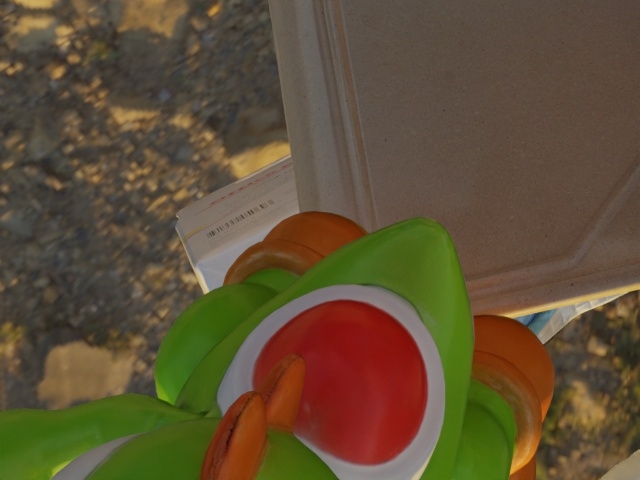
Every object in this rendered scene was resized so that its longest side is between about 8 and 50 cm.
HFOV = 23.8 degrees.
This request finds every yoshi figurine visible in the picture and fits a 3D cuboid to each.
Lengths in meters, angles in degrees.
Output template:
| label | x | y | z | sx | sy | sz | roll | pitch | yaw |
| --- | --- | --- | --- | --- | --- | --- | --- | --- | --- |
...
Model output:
| label | x | y | z | sx | sy | sz | roll | pitch | yaw |
| --- | --- | --- | --- | --- | --- | --- | --- | --- | --- |
| yoshi figurine | -0.029 | 0.127 | 0.517 | 0.203 | 0.362 | 0.203 | -18 | 99 | 20 |

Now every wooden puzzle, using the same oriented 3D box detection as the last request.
| label | x | y | z | sx | sy | sz | roll | pitch | yaw |
| --- | --- | --- | --- | --- | --- | --- | --- | --- | --- |
| wooden puzzle | 0.098 | -0.069 | 0.719 | 0.239 | 0.044 | 0.221 | -16 | 64 | 15 |

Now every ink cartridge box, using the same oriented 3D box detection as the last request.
| label | x | y | z | sx | sy | sz | roll | pitch | yaw |
| --- | --- | --- | --- | --- | --- | --- | --- | --- | --- |
| ink cartridge box | 0.000 | 0.000 | 1.237 | 0.207 | 0.353 | 0.119 | -27 | 100 | -4 |

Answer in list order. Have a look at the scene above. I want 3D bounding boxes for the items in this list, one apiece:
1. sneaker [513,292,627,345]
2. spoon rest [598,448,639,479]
| label | x | y | z | sx | sy | sz | roll | pitch | yaw |
| --- | --- | --- | --- | --- | --- | --- | --- | --- | --- |
| sneaker | 0.115 | 0.019 | 0.878 | 0.162 | 0.063 | 0.073 | -31 | 104 | -19 |
| spoon rest | 0.191 | 0.200 | 1.079 | 0.276 | 0.084 | 0.137 | -8 | 143 | 26 |
